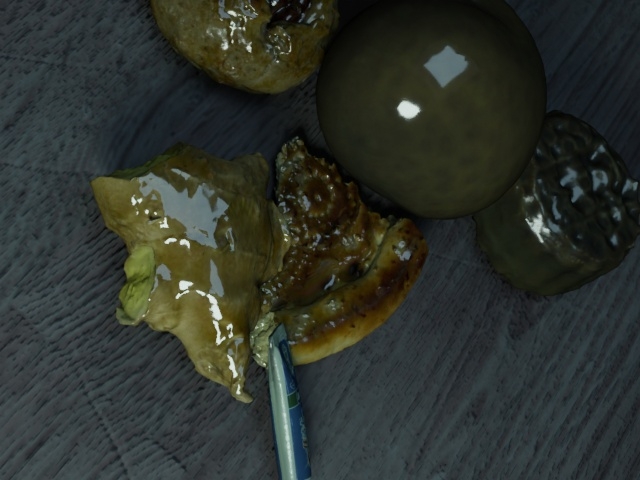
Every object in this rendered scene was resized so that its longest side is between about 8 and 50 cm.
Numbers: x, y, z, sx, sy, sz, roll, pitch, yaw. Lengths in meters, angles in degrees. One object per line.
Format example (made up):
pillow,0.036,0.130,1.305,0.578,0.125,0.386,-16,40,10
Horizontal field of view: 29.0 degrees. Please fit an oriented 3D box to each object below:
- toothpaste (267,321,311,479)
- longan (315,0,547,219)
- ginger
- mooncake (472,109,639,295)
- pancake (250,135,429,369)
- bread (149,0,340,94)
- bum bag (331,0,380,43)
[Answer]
toothpaste,-0.034,0.186,1.304,0.057,0.034,0.197,-46,131,-71
longan,0.127,-0.170,1.396,0.300,0.243,0.300,-20,113,-61
ginger,-0.117,0.031,1.277,0.218,0.123,0.270,-20,99,-35
mooncake,0.300,-0.050,1.556,0.228,0.124,0.228,10,70,-29
pancake,0.000,0.000,1.392,0.266,0.057,0.245,-21,88,-34
bread,-0.075,-0.281,1.386,0.230,0.123,0.230,10,69,-28
bum bag,0.072,-0.254,1.527,0.159,0.026,0.109,22,67,-25
